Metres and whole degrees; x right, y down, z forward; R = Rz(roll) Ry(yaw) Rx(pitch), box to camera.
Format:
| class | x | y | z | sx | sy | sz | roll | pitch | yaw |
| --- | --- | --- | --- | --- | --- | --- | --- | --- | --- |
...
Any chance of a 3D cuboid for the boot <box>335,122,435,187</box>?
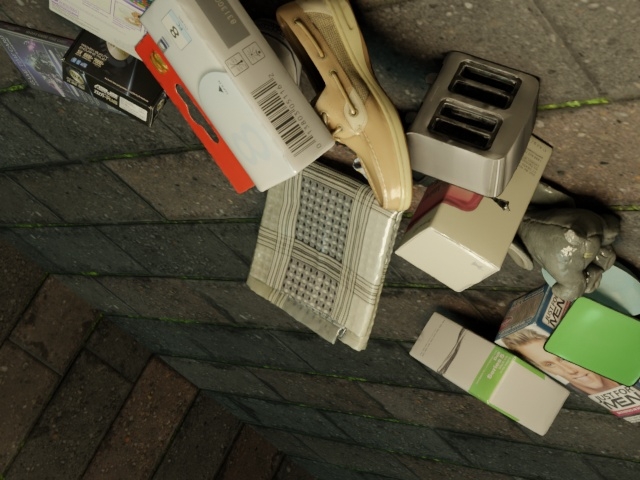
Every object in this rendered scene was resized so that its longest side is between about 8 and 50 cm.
| class | x | y | z | sx | sy | sz | roll | pitch | yaw |
| --- | --- | --- | --- | --- | --- | --- | --- | --- | --- |
| boot | 0.099 | -0.172 | 1.741 | 0.207 | 0.094 | 0.246 | 29 | 175 | -7 |

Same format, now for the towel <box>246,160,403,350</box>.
| class | x | y | z | sx | sy | sz | roll | pitch | yaw |
| --- | --- | --- | --- | --- | --- | --- | --- | --- | --- |
| towel | -0.006 | 0.018 | 2.042 | 0.312 | 0.056 | 0.324 | 28 | 119 | 30 |

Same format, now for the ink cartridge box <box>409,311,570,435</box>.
| class | x | y | z | sx | sy | sz | roll | pitch | yaw |
| --- | --- | --- | --- | --- | --- | --- | --- | --- | --- |
| ink cartridge box | 0.349 | 0.273 | 2.264 | 0.198 | 0.115 | 0.273 | 32 | 179 | -35 |

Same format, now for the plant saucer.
| class | x | y | z | sx | sy | sz | roll | pitch | yaw |
| --- | --- | --- | --- | --- | --- | --- | --- | --- | --- |
| plant saucer | 0.490 | 0.067 | 1.917 | 0.195 | 0.037 | 0.195 | 23 | 157 | 10 |

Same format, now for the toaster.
| class | x | y | z | sx | sy | sz | roll | pitch | yaw |
| --- | --- | --- | --- | --- | --- | --- | --- | --- | --- |
| toaster | 0.222 | -0.162 | 1.570 | 0.186 | 0.168 | 0.110 | 22 | 155 | 16 |

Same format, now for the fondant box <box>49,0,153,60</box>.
| class | x | y | z | sx | sy | sz | roll | pitch | yaw |
| --- | --- | --- | --- | --- | --- | --- | --- | --- | --- |
| fondant box | -0.299 | -0.421 | 1.700 | 0.238 | 0.096 | 0.330 | 29 | 158 | -3 |

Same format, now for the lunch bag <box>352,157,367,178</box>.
| class | x | y | z | sx | sy | sz | roll | pitch | yaw |
| --- | --- | --- | --- | --- | --- | --- | --- | --- | --- |
| lunch bag | 0.107 | -0.129 | 1.915 | 0.071 | 0.053 | 0.083 | 38 | 145 | -28 |

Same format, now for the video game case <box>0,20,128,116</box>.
| class | x | y | z | sx | sy | sz | roll | pitch | yaw |
| --- | --- | --- | --- | --- | --- | --- | --- | --- | --- |
| video game case | -0.513 | -0.344 | 2.182 | 0.274 | 0.026 | 0.196 | 19 | 155 | 23 |

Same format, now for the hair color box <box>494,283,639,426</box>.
| class | x | y | z | sx | sy | sz | roll | pitch | yaw |
| --- | --- | --- | --- | --- | --- | --- | --- | --- | --- |
| hair color box | 0.534 | 0.226 | 2.113 | 0.347 | 0.105 | 0.174 | 31 | 156 | -6 |

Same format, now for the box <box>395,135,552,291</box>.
| class | x | y | z | sx | sy | sz | roll | pitch | yaw |
| --- | --- | --- | --- | --- | --- | --- | --- | --- | --- |
| box | 0.237 | -0.060 | 1.682 | 0.127 | 0.232 | 0.148 | 32 | 156 | -7 |

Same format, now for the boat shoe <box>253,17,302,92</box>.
| class | x | y | z | sx | sy | sz | roll | pitch | yaw |
| --- | --- | --- | --- | --- | --- | --- | --- | --- | --- |
| boat shoe | -0.093 | -0.203 | 1.845 | 0.136 | 0.156 | 0.367 | 23 | 156 | 11 |

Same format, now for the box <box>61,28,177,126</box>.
| class | x | y | z | sx | sy | sz | roll | pitch | yaw |
| --- | --- | --- | --- | --- | --- | --- | --- | --- | --- |
| box | -0.339 | -0.311 | 1.904 | 0.180 | 0.147 | 0.077 | 29 | 157 | -1 |

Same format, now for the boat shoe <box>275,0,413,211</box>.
| class | x | y | z | sx | sy | sz | roll | pitch | yaw |
| --- | --- | --- | --- | --- | --- | --- | --- | --- | --- |
| boat shoe | 0.034 | -0.191 | 1.560 | 0.121 | 0.110 | 0.341 | 125 | 124 | -76 |

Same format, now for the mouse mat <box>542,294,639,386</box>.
| class | x | y | z | sx | sy | sz | roll | pitch | yaw |
| --- | --- | --- | --- | --- | --- | --- | --- | --- | --- |
| mouse mat | 0.520 | 0.185 | 1.978 | 0.190 | 0.007 | 0.152 | 24 | 127 | -1 |

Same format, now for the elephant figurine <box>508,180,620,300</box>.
| class | x | y | z | sx | sy | sz | roll | pitch | yaw |
| --- | --- | --- | --- | --- | --- | --- | --- | --- | --- |
| elephant figurine | 0.352 | -0.013 | 1.782 | 0.239 | 0.169 | 0.186 | 31 | 133 | 35 |

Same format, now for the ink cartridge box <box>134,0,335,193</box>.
| class | x | y | z | sx | sy | sz | roll | pitch | yaw |
| --- | --- | --- | --- | --- | --- | --- | --- | --- | --- |
| ink cartridge box | -0.168 | -0.208 | 1.634 | 0.308 | 0.091 | 0.385 | 54 | 154 | -8 |
